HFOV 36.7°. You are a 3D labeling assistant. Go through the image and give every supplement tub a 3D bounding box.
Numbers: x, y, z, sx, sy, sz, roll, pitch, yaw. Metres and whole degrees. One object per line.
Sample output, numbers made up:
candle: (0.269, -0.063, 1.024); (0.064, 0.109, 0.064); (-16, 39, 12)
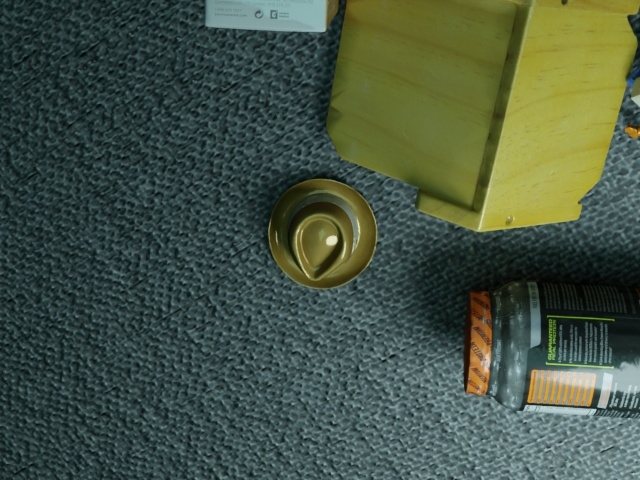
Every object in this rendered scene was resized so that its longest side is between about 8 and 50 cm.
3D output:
supplement tub: (0.398, 0.169, 1.504); (0.338, 0.207, 0.207); (4, 111, 5)

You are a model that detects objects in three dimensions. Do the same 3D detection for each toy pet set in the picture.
toy pet set: (0.499, -0.207, 1.416); (0.114, 0.065, 0.122); (35, 148, -26)

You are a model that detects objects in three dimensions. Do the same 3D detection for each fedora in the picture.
fedora: (0.000, 0.000, 1.556); (0.194, 0.079, 0.194); (2, 111, 6)

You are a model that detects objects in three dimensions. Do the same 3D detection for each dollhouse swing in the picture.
dollhouse swing: (0.234, -0.233, 1.454); (0.315, 0.305, 0.346); (-6, 116, -36)

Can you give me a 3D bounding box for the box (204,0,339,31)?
box: (-0.057, -0.475, 1.315); (0.168, 0.215, 0.345); (4, 111, 5)
